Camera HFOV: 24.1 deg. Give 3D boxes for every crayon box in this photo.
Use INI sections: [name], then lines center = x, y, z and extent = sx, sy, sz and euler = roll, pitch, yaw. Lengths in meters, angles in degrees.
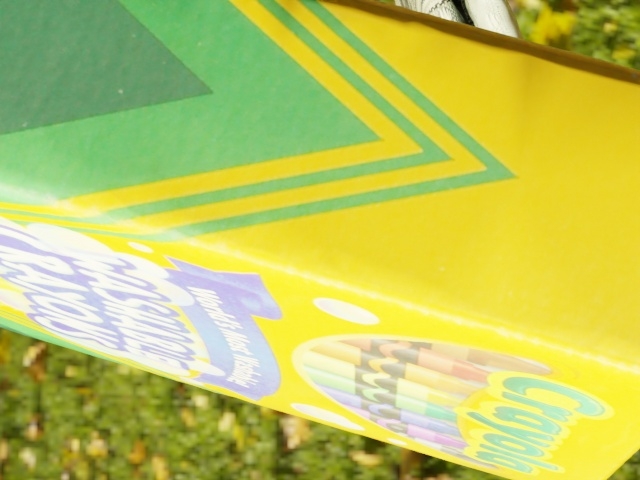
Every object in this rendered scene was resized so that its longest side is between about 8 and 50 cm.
[crayon box]
center = 0.000, 0.000, 0.465
extent = 0.203, 0.323, 0.083
euler = 83, -157, -73

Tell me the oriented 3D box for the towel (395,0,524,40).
[towel]
center = 0.082, -0.150, 0.951
extent = 0.312, 0.056, 0.324
euler = 40, -153, -81
